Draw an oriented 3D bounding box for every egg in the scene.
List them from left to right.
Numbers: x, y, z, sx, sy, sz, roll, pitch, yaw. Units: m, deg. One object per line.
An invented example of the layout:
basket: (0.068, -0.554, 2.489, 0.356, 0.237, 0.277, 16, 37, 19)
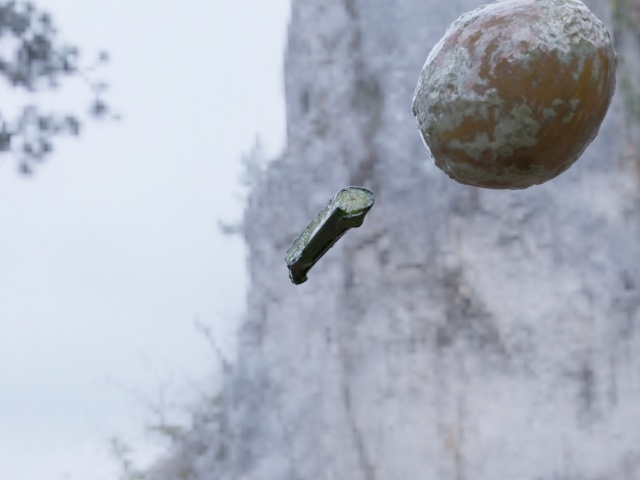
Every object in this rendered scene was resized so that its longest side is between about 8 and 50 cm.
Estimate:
egg: (0.211, -0.160, 1.877, 0.203, 0.203, 0.245, 11, -44, -45)

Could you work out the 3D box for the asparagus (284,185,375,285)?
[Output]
asparagus: (0.000, 0.000, 1.084, 0.021, 0.025, 0.108, 24, -40, -17)
